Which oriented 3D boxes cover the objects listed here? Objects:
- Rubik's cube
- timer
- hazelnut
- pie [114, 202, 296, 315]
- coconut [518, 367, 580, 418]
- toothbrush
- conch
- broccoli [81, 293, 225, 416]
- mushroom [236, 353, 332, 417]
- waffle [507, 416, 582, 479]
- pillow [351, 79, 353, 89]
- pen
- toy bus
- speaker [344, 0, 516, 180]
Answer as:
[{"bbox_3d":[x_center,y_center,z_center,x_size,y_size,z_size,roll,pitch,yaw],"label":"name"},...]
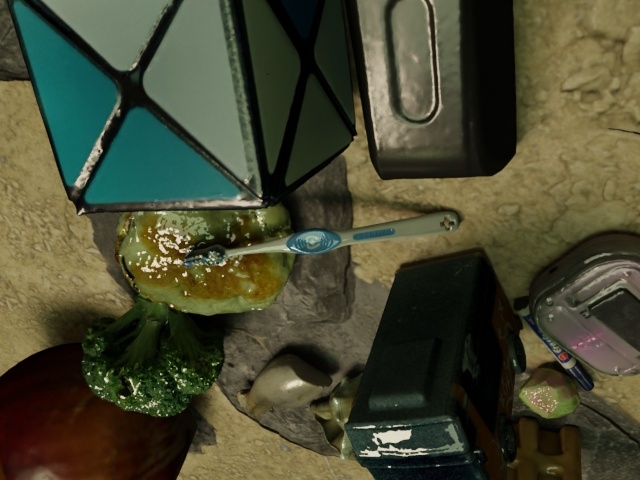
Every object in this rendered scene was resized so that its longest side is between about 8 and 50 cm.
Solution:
[{"bbox_3d":[-0.123,-0.181,0.654,0.248,0.250,0.246,0,112,24],"label":"Rubik's cube"},{"bbox_3d":[0.401,0.094,0.847,0.208,0.069,0.191,35,130,-8],"label":"timer"},{"bbox_3d":[-0.469,0.414,1.247,0.402,0.402,0.429,16,127,8],"label":"hazelnut"},{"bbox_3d":[-0.175,0.010,0.950,0.274,0.105,0.257,22,116,-12],"label":"pie"},{"bbox_3d":[0.361,0.238,0.981,0.082,0.081,0.083,42,159,32],"label":"coconut"},{"bbox_3d":[0.000,-0.001,0.872,0.386,0.040,0.040,-8,128,1],"label":"toothbrush"},{"bbox_3d":[0.064,0.322,1.138,0.114,0.137,0.234,3,145,-15],"label":"conch"},{"bbox_3d":[-0.275,0.171,1.083,0.270,0.270,0.270,11,101,12],"label":"broccoli"},{"bbox_3d":[-0.080,0.281,1.176,0.116,0.093,0.225,28,132,-33],"label":"mushroom"},{"bbox_3d":[0.258,0.407,1.012,0.348,0.304,0.077,11,131,10],"label":"waffle"},{"bbox_3d":[-0.067,-0.212,0.784,0.217,0.033,0.130,1,122,21],"label":"pillow"},{"bbox_3d":[0.356,0.161,0.949,0.025,0.025,0.204,-28,115,37],"label":"pen"},{"bbox_3d":[0.165,0.181,0.839,0.162,0.323,0.194,-14,120,30],"label":"toy bus"},{"bbox_3d":[0.096,-0.204,0.627,0.180,0.184,0.388,1,130,20],"label":"speaker"}]
